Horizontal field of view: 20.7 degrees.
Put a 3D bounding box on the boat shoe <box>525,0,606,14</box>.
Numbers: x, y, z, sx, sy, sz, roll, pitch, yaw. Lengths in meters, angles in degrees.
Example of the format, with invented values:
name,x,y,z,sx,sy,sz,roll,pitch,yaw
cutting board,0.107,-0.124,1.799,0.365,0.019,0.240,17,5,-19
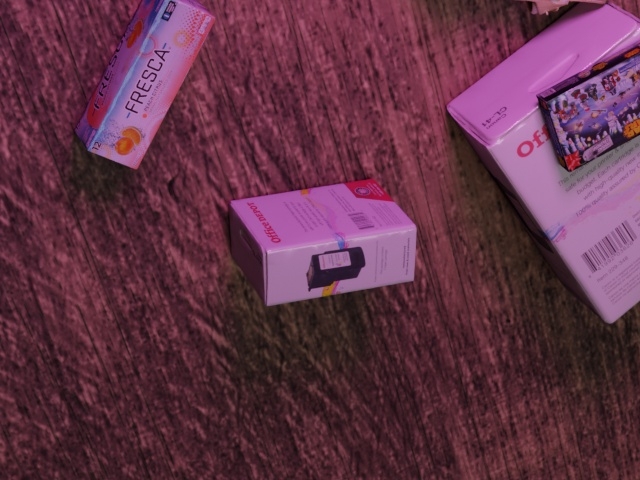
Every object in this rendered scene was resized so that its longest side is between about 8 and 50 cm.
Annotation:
name,x,y,z,sx,sy,sz,roll,pitch,yaw
boat shoe,0.239,-0.278,1.921,0.170,0.063,0.059,9,113,-17

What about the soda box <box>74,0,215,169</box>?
name,x,y,z,sx,sy,sz,roll,pitch,yaw
soda box,-0.181,-0.169,1.793,0.063,0.058,0.183,22,104,-30

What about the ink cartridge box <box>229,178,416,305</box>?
name,x,y,z,sx,sy,sz,roll,pitch,yaw
ink cartridge box,0.000,0.000,1.914,0.175,0.127,0.072,-9,120,-18

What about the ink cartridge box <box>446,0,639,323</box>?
name,x,y,z,sx,sy,sz,roll,pitch,yaw
ink cartridge box,0.321,-0.092,2.003,0.226,0.131,0.306,-38,121,-2

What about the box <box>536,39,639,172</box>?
name,x,y,z,sx,sy,sz,roll,pitch,yaw
box,0.307,-0.145,1.880,0.137,0.027,0.094,-28,122,-7
